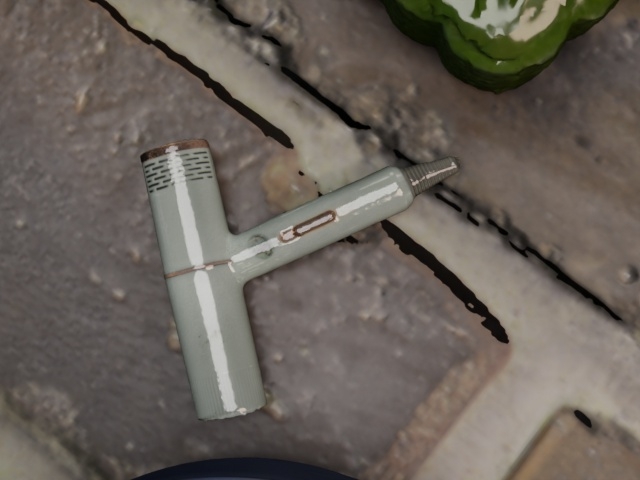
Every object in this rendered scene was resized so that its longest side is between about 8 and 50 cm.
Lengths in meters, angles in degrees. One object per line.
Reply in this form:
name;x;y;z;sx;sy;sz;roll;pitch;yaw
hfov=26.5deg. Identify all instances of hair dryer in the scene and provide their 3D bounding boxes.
hair dryer;0.004;0.007;0.756;0.183;0.044;0.155;-12;89;0

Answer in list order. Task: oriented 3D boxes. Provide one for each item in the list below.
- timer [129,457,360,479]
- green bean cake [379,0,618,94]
timer;-0.059;0.288;0.678;0.395;0.173;0.395;0;89;4
green bean cake;0.107;-0.227;0.716;0.248;0.125;0.222;-42;85;1
